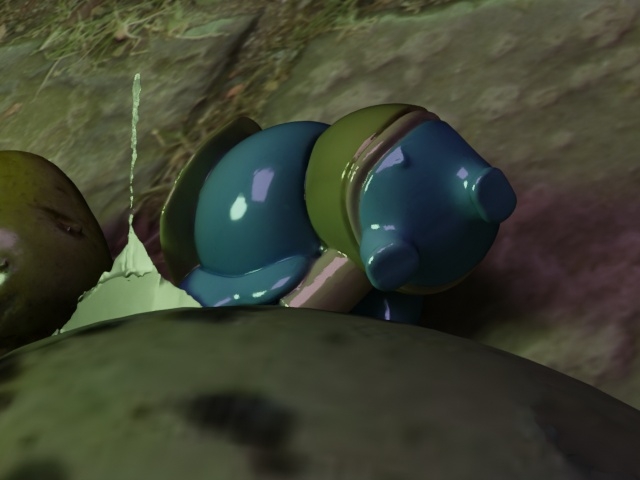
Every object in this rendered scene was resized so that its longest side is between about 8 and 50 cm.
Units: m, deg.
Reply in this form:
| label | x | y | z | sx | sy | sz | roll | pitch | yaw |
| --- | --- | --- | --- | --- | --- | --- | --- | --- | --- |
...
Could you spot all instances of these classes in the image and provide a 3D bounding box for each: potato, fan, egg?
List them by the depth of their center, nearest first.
| label | x | y | z | sx | sy | sz | roll | pitch | yaw |
| --- | --- | --- | --- | --- | --- | --- | --- | --- | --- |
| egg | -0.005 | 0.195 | 0.477 | 0.428 | 0.345 | 0.345 | 1 | 42 | 11 |
| fan | -0.122 | 0.039 | 0.889 | 0.182 | 0.010 | 0.310 | -7 | 73 | 34 |
| potato | -0.231 | 0.017 | 1.014 | 0.154 | 0.137 | 0.200 | -29 | 37 | -1 |

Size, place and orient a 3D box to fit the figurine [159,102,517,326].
| label | x | y | z | sx | sy | sz | roll | pitch | yaw |
| --- | --- | --- | --- | --- | --- | --- | --- | --- | --- |
| figurine | -0.001 | -0.004 | 0.879 | 0.262 | 0.154 | 0.180 | 14 | 80 | 58 |
